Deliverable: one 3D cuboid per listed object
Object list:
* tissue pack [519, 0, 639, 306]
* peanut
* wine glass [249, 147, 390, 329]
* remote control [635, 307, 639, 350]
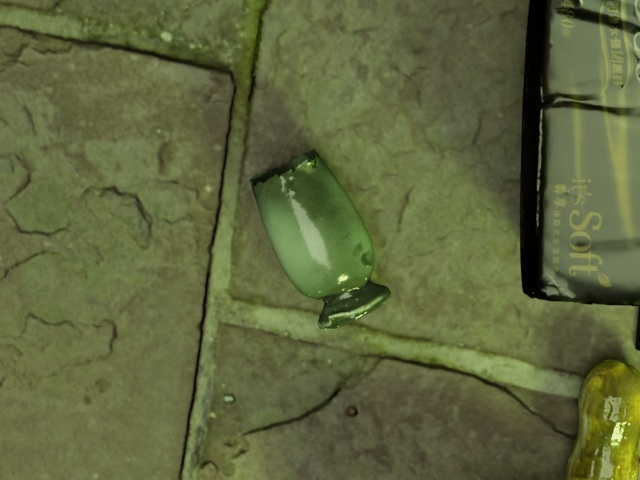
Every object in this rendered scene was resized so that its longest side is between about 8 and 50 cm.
[{"bbox_3d":[0.315,-0.130,1.317,0.198,0.210,0.369,3,106,16],"label":"tissue pack"},{"bbox_3d":[0.339,0.241,1.464,0.087,0.087,0.206,7,103,9],"label":"peanut"},{"bbox_3d":[0.000,0.000,1.455,0.111,0.111,0.204,-23,99,16],"label":"wine glass"},{"bbox_3d":[0.388,0.089,1.451,0.034,0.016,0.091,3,105,6],"label":"remote control"}]
